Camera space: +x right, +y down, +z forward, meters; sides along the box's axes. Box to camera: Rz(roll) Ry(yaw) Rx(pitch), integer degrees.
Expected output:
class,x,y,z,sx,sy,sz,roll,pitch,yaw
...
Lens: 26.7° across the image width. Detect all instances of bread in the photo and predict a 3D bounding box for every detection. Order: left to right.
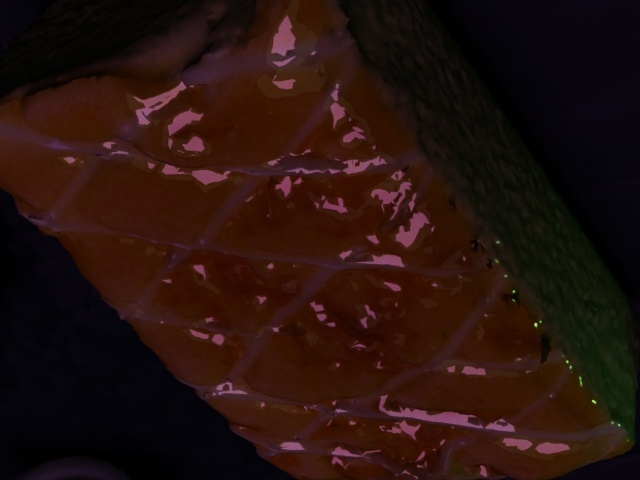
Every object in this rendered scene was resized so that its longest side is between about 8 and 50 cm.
class,x,y,z,sx,sy,sz,roll,pitch,yaw
bread,-0.001,-0.001,0.393,0.125,0.068,0.188,-14,132,32

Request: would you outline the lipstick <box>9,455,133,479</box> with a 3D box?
class,x,y,z,sx,sy,sz,roll,pitch,yaw
lipstick,-0.068,0.233,0.678,0.087,0.087,0.327,-2,138,21
